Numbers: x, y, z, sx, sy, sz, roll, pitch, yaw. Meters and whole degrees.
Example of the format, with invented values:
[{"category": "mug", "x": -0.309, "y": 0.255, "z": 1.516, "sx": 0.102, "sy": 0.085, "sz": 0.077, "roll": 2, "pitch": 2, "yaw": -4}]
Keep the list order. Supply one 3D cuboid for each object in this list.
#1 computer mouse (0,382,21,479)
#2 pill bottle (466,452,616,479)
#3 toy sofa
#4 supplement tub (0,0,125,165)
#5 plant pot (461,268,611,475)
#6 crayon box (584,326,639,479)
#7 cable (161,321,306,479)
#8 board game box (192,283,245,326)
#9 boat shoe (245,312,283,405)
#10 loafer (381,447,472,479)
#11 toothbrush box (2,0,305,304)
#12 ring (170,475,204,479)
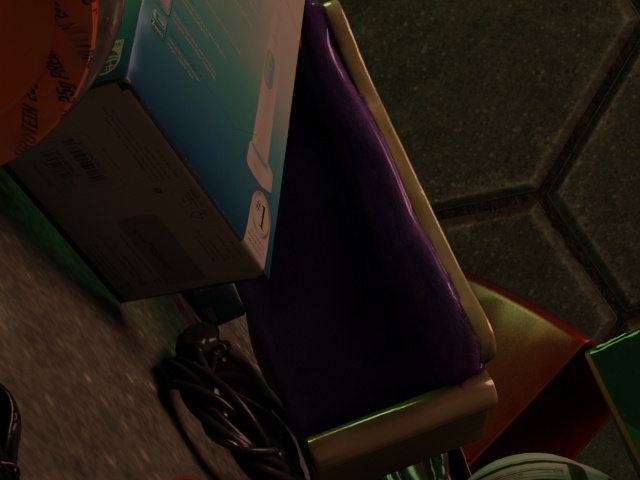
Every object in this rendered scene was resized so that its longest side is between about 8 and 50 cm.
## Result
[{"category": "computer mouse", "x": -0.088, "y": 0.143, "z": 0.695, "sx": 0.193, "sy": 0.042, "sz": 0.106, "roll": 50, "pitch": 5, "yaw": -42}, {"category": "pill bottle", "x": 0.179, "y": 0.287, "z": 1.237, "sx": 0.210, "sy": 0.210, "sz": 0.363, "roll": 54, "pitch": 7, "yaw": -1}, {"category": "toy sofa", "x": 0.000, "y": 0.000, "z": 1.239, "sx": 0.177, "sy": 0.150, "sz": 0.362, "roll": 87, "pitch": -18, "yaw": -64}, {"category": "supplement tub", "x": -0.202, "y": -0.157, "z": 0.810, "sx": 0.193, "sy": 0.193, "sz": 0.316, "roll": 52, "pitch": 6, "yaw": -26}, {"category": "plant pot", "x": 0.189, "y": 0.185, "z": 1.990, "sx": 0.236, "sy": 0.267, "sz": 0.267, "roll": 43, "pitch": -2, "yaw": 29}, {"category": "crayon box", "x": 0.305, "y": 0.235, "z": 1.134, "sx": 0.203, "sy": 0.083, "sz": 0.323, "roll": 58, "pitch": 10, "yaw": -50}, {"category": "cable", "x": -0.057, "y": 0.134, "z": 1.117, "sx": 0.150, "sy": 0.047, "sz": 0.184, "roll": 58, "pitch": 0, "yaw": -10}, {"category": "board game box", "x": -0.124, "y": -0.033, "z": 1.405, "sx": 0.136, "sy": 0.035, "sz": 0.201, "roll": -106, "pitch": 172, "yaw": -77}, {"category": "boat shoe", "x": -0.022, "y": 0.103, "z": 1.407, "sx": 0.073, "sy": 0.080, "sz": 0.223, "roll": 37, "pitch": -24, "yaw": 55}, {"category": "loafer", "x": 0.150, "y": 0.299, "z": 1.597, "sx": 0.302, "sy": 0.095, "sz": 0.109, "roll": 58, "pitch": 3, "yaw": 41}, {"category": "toothbrush box", "x": -0.115, "y": -0.140, "z": 1.113, "sx": 0.216, "sy": 0.126, "sz": 0.295, "roll": 56, "pitch": 32, "yaw": -47}, {"category": "ring", "x": 0.017, "y": 0.270, "z": 0.902, "sx": 0.336, "sy": 0.032, "sz": 0.336, "roll": 53, "pitch": 6, "yaw": -7}]
